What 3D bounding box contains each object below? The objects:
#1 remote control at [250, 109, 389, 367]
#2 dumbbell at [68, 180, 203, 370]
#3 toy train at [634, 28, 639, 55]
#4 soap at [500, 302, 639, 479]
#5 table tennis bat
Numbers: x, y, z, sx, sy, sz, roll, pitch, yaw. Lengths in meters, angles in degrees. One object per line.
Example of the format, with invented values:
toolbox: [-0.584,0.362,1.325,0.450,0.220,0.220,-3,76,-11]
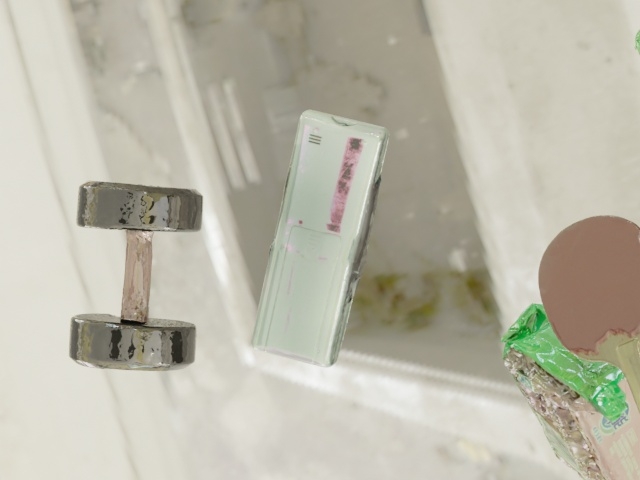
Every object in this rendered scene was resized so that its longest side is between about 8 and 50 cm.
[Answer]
remote control: [0.000,0.000,1.197,0.065,0.029,0.166,14,100,10]
dumbbell: [-0.219,0.041,2.129,0.152,0.152,0.218,5,92,48]
toy train: [0.387,-0.175,1.822,0.099,0.081,0.149,-37,78,11]
soap: [0.316,0.204,2.118,0.218,0.098,0.273,36,164,42]
table tennis bat: [0.299,0.083,1.789,0.131,0.022,0.234,-27,67,17]
